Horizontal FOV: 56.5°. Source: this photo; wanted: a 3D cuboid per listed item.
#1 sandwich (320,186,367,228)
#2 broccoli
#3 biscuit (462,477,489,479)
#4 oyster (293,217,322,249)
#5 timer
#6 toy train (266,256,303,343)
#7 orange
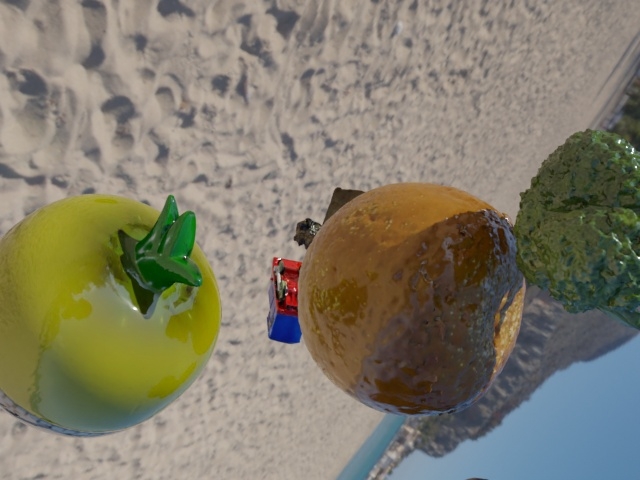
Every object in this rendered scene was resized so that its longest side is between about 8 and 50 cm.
[{"bbox_3d":[0.056,-0.045,1.273,0.116,0.074,0.074,-70,156,-17],"label":"sandwich"},{"bbox_3d":[0.336,0.009,0.717,0.186,0.254,0.302,-25,137,24],"label":"broccoli"},{"bbox_3d":[0.143,0.529,0.982,0.408,0.091,0.407,-22,140,-20],"label":"biscuit"},{"bbox_3d":[0.000,0.000,1.403,0.029,0.132,0.086,124,-12,-71],"label":"oyster"},{"bbox_3d":[-0.211,0.056,0.636,0.285,0.285,0.285,-49,163,-22],"label":"timer"},{"bbox_3d":[-0.080,0.135,1.414,0.204,0.083,0.131,-103,-153,-58],"label":"toy train"},{"bbox_3d":[0.124,0.080,0.859,0.341,0.294,0.340,-16,111,-48],"label":"orange"}]
